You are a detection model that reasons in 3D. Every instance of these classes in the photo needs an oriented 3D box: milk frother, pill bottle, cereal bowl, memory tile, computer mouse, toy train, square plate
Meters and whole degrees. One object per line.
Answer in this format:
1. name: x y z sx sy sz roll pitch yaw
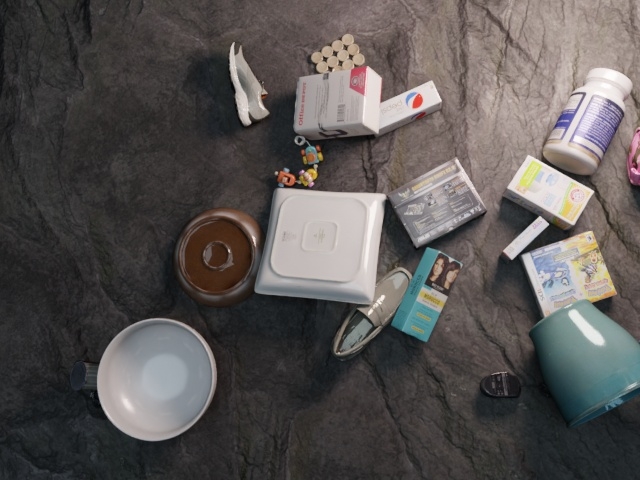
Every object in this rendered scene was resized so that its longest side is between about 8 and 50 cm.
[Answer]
1. milk frother: -0.676 0.431 1.830 0.129 0.134 0.143 1 78 40
2. pill bottle: 0.739 -0.327 1.700 0.153 0.153 0.265 28 88 12
3. cereal bowl: -0.461 0.396 1.788 0.339 0.141 0.339 0 82 0
4. memory tile: 0.054 -0.563 1.915 0.148 0.012 0.113 -29 79 4
5. computer mouse: 0.558 0.400 1.692 0.242 0.041 0.071 0 65 4
6. toy train: -0.064 -0.223 1.847 0.125 0.046 0.166 25 108 2
7. square plate: 0.000 0.000 1.780 0.344 0.049 0.347 5 66 10

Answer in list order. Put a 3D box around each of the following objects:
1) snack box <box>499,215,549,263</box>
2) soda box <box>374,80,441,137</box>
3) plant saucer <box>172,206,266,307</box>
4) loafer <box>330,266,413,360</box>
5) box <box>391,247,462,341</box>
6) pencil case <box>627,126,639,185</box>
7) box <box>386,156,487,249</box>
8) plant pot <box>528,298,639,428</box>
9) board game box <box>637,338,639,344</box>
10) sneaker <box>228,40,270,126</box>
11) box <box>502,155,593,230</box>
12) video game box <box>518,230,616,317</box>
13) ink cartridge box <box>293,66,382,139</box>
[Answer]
1. snack box: 0.562 0.001 1.709 0.141 0.100 0.037 -43 78 2
2. soda box: 0.246 -0.388 1.831 0.216 0.069 0.074 -23 79 6
3. plant saucer: -0.310 0.048 1.871 0.310 0.050 0.311 -1 81 9
4. loafer: 0.148 0.209 1.741 0.112 0.111 0.319 37 89 12
5. box: 0.299 0.152 1.728 0.100 0.060 0.244 27 87 -28
6. pencil case: 1.024 -0.213 1.640 0.386 0.167 0.160 6 118 10
7. box: 0.334 -0.105 1.784 0.231 0.056 0.183 -29 78 4
8. plant pot: 0.681 0.301 1.579 0.271 0.272 0.255 -29 62 4
9. board game box: 0.885 0.253 1.587 0.048 0.170 0.141 34 88 8
10. sneaker: -0.227 -0.488 1.916 0.108 0.100 0.272 -12 84 -7
11. box: 0.630 -0.130 1.715 0.203 0.103 0.114 33 89 12
12. video game box: 0.678 0.094 1.700 0.205 0.048 0.187 -20 87 6
13. ink cartridge box: 0.050 -0.397 1.809 0.237 0.100 0.172 0 81 32
